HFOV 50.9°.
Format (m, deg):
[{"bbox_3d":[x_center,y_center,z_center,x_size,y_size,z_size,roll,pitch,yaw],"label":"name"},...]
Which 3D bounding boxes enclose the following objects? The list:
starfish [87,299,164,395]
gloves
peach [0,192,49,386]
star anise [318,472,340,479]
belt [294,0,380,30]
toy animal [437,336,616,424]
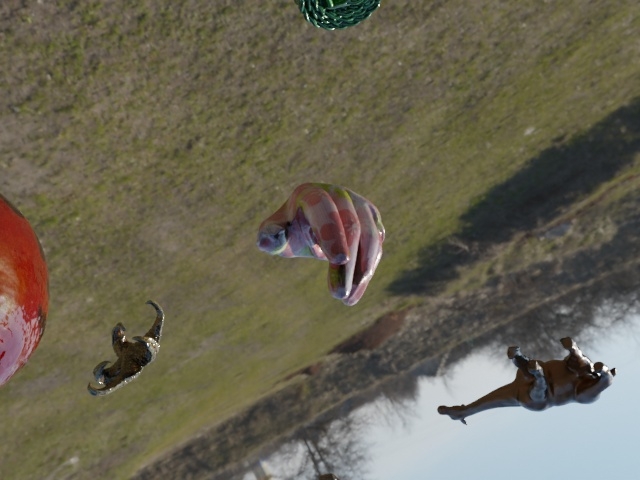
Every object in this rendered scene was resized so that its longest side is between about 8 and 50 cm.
[{"bbox_3d":[-0.332,0.197,1.167,0.146,0.074,0.190,-27,-155,23],"label":"starfish"},{"bbox_3d":[0.007,-0.010,0.781,0.126,0.145,0.241,-56,-168,-7],"label":"gloves"},{"bbox_3d":[-0.325,0.038,0.538,0.199,0.243,0.243,-56,169,-2],"label":"peach"},{"bbox_3d":[0.032,0.373,0.781,0.063,0.208,0.172,-33,143,31],"label":"star anise"},{"bbox_3d":[0.013,-0.332,0.800,0.121,0.079,0.151,-22,146,-7],"label":"belt"},{"bbox_3d":[0.263,0.199,0.896,0.224,0.066,0.229,-6,150,11],"label":"toy animal"}]
